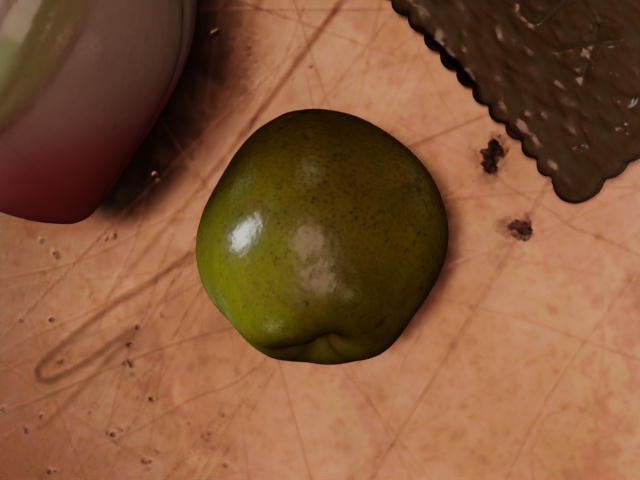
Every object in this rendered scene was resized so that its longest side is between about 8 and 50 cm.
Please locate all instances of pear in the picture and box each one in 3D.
[{"bbox_3d":[0.001,0.000,1.397,0.198,0.198,0.198,0,90,8],"label":"pear"}]

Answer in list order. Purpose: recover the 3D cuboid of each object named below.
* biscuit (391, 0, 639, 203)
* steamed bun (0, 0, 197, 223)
[{"bbox_3d":[0.165,-0.206,1.413,0.325,0.044,0.217,48,119,6],"label":"biscuit"},{"bbox_3d":[-0.227,-0.149,1.387,0.309,0.309,0.309,0,90,8],"label":"steamed bun"}]
